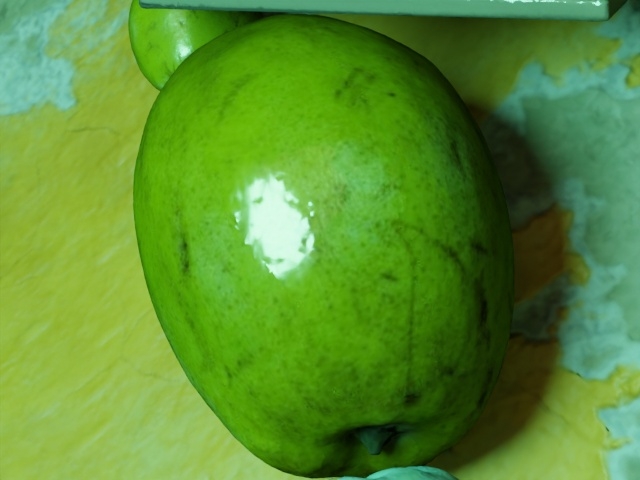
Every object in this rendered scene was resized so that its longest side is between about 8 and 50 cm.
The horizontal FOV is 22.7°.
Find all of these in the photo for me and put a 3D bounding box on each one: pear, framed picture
[{"bbox_3d":[0.000,0.000,1.052,0.253,0.253,0.307,-18,63,12],"label":"pear"},{"bbox_3d":[0.073,-0.201,1.157,0.335,0.022,0.247,6,24,23],"label":"framed picture"},{"bbox_3d":[-0.097,-0.167,1.252,0.107,0.107,0.131,-8,51,17],"label":"pear"}]

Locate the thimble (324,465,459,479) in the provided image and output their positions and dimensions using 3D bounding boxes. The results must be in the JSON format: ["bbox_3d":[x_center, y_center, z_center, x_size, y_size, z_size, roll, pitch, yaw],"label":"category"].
[{"bbox_3d":[0.022,0.244,0.947,0.211,0.185,0.149,-15,56,-28],"label":"thimble"}]
